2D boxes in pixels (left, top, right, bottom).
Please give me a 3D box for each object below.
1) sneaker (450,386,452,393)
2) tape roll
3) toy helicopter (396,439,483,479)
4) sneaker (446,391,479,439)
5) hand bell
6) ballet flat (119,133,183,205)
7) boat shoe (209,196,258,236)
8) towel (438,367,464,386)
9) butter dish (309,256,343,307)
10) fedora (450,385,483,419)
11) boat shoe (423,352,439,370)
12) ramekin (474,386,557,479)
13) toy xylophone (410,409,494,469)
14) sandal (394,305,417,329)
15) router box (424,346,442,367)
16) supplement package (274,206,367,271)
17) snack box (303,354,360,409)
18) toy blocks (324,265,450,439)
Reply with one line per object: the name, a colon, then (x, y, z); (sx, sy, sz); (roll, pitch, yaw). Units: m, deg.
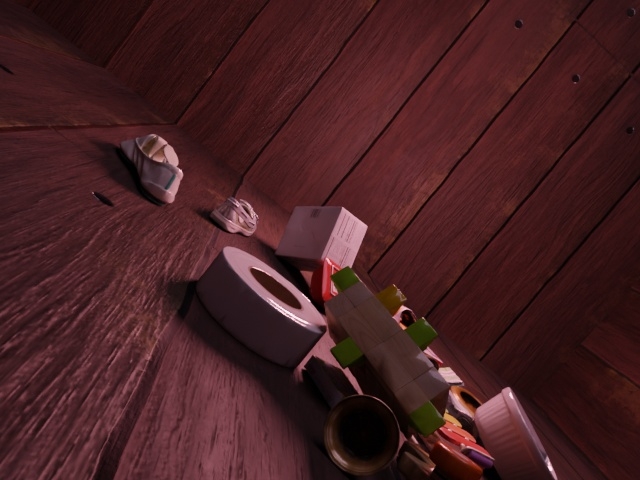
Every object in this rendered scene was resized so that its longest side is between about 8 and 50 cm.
sneaker: (0.472, 0.547, 2.092); (0.057, 0.047, 0.119); (60, 3, -11)
tape roll: (-0.122, 0.138, 1.231); (0.286, 0.100, 0.286); (38, 6, -5)
toy helicopter: (0.231, 0.440, 1.023); (0.234, 0.140, 0.355); (32, -6, -6)
sneaker: (0.378, 0.499, 1.710); (0.232, 0.090, 0.115); (53, 5, 28)
hand bell: (0.085, 0.347, 1.045); (0.126, 0.126, 0.242); (41, -6, 18)
ballet flat: (-0.479, -0.232, 1.675); (0.139, 0.139, 0.400); (34, 7, -39)
boat shoe: (-0.274, -0.089, 1.967); (0.118, 0.103, 0.320); (40, 6, 10)
towel: (0.448, 0.495, 2.113); (0.113, 0.023, 0.152); (5, 9, -7)
butter dish: (0.016, 0.159, 1.885); (0.160, 0.118, 0.160); (40, 45, -44)
fedora: (0.466, 0.548, 1.826); (0.194, 0.079, 0.194); (36, 13, -9)
boat shoe: (0.264, 0.365, 1.804); (0.307, 0.111, 0.104); (33, 9, -45)
ramekin: (0.528, 0.555, 1.584); (0.273, 0.127, 0.273); (57, 13, -21)
toy xylophone: (0.272, 0.444, 1.421); (0.236, 0.081, 0.323); (33, 8, -41)
sandal: (0.306, 0.285, 2.017); (0.102, 0.076, 0.265); (35, 8, -36)
router box: (0.251, 0.331, 2.118); (0.301, 0.082, 0.335); (35, 8, -36)
supplement package: (0.000, 0.000, 2.046); (0.261, 0.204, 0.145); (5, -24, 49)
snack box: (0.034, 0.308, 1.202); (0.100, 0.037, 0.141); (34, 7, -38)
toy blocks: (0.136, 0.274, 1.222); (0.381, 0.190, 0.261); (50, -18, 34)
